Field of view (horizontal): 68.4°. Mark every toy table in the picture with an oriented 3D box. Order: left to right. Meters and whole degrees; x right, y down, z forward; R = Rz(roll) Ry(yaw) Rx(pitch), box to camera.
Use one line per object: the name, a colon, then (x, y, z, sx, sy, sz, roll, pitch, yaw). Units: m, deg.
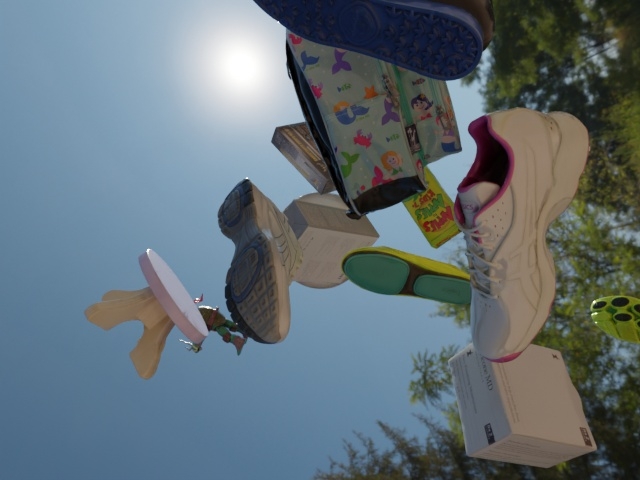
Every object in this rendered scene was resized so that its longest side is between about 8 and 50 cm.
toy table: (-0.386, 0.165, 1.069, 0.160, 0.274, 0.252, -39, -46, -7)

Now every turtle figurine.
turtle figurine: (-0.331, 0.257, 1.415, 0.233, 0.118, 0.175, 22, -143, 0)

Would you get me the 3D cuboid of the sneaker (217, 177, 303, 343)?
sneaker: (-0.075, 0.027, 0.729, 0.129, 0.111, 0.297, 28, -145, -37)

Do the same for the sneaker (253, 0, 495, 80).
sneaker: (0.041, -0.220, 0.415, 0.232, 0.081, 0.091, 26, -126, 3)

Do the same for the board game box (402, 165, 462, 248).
board game box: (0.245, -0.082, 1.066, 0.043, 0.092, 0.181, 17, -140, -60)

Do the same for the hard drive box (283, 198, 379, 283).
hard drive box: (-0.003, 0.011, 1.128, 0.232, 0.181, 0.089, 8, -140, -42)

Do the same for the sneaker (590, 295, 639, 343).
sneaker: (0.799, 0.195, 1.099, 0.123, 0.295, 0.110, 22, -105, -57)

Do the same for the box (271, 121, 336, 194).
box: (0.004, -0.237, 1.300, 0.183, 0.056, 0.231, -24, -119, -39)

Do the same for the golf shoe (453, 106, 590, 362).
golf shoe: (0.207, -0.005, 0.560, 0.140, 0.115, 0.307, 6, -83, -21)

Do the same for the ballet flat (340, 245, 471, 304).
ballet flat: (0.138, 0.051, 0.759, 0.230, 0.077, 0.077, 14, -154, -11)

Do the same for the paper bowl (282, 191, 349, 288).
paper bowl: (0.000, 0.000, 1.380, 0.148, 0.283, 0.285, -17, -91, -76)

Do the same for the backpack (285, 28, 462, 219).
backpack: (0.063, -0.184, 0.609, 0.254, 0.190, 0.225, 60, -165, -13)

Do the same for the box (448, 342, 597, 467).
box: (0.345, 0.282, 0.828, 0.181, 0.119, 0.181, 16, -135, -17)
